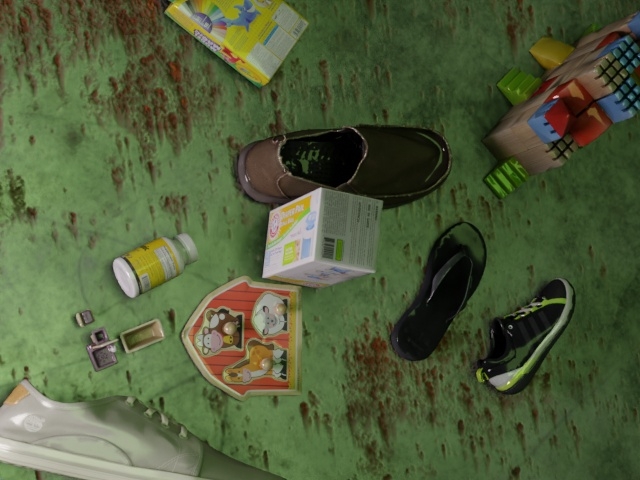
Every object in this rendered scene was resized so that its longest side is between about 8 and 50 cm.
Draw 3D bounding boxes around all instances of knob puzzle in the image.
[{"bbox_3d":[-0.116,0.148,1.967,0.213,0.030,0.213,4,81,-23],"label":"knob puzzle"}]

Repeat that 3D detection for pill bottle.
[{"bbox_3d":[-0.242,0.033,1.910,0.116,0.065,0.065,-26,93,-25],"label":"pill bottle"}]

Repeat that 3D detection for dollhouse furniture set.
[{"bbox_3d":[-0.281,0.126,1.869,0.114,0.081,0.091,-21,91,-25],"label":"dollhouse furniture set"}]

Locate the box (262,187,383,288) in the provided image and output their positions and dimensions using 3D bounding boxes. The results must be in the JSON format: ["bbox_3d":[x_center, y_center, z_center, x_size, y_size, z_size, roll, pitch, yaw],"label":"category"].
[{"bbox_3d":[0.000,0.000,1.944,0.103,0.203,0.114,11,76,-22],"label":"box"}]

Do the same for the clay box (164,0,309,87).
[{"bbox_3d":[-0.141,-0.358,2.019,0.222,0.053,0.127,38,70,-13],"label":"clay box"}]

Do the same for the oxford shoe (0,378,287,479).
[{"bbox_3d":[-0.245,0.291,1.820,0.449,0.169,0.130,16,74,-15],"label":"oxford shoe"}]

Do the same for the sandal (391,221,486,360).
[{"bbox_3d":[0.206,0.085,2.102,0.097,0.054,0.254,33,71,-16],"label":"sandal"}]

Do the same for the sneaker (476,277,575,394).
[{"bbox_3d":[0.337,0.145,2.134,0.097,0.084,0.234,38,70,-13],"label":"sneaker"}]

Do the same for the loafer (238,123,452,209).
[{"bbox_3d":[0.060,-0.116,2.027,0.366,0.130,0.133,-8,85,-24],"label":"loafer"}]

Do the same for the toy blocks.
[{"bbox_3d":[0.447,-0.248,2.144,0.190,0.261,0.381,48,68,-10],"label":"toy blocks"}]

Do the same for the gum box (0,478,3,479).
[{"bbox_3d":[-0.462,0.423,1.744,0.157,0.041,0.184,46,53,-11],"label":"gum box"}]
